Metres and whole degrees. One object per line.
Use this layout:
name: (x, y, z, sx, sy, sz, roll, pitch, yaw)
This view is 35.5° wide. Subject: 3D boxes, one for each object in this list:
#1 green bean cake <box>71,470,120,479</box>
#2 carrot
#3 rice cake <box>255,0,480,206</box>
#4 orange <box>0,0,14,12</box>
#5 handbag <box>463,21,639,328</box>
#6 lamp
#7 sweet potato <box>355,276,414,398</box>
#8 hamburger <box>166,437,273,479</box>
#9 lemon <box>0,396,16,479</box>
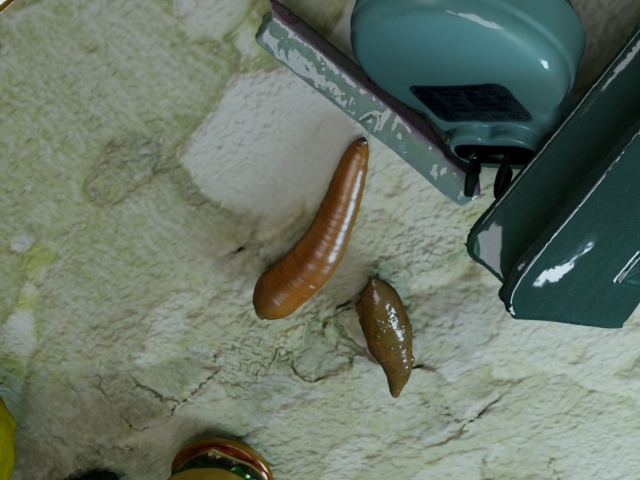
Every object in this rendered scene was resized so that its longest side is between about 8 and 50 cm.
green bean cake: (-0.403, 0.507, 1.413, 0.307, 0.300, 0.169, -20, 119, 22)
carrot: (0.000, 0.000, 1.136, 0.062, 0.066, 0.271, -1, 138, -46)
rice cake: (0.051, -0.141, 1.013, 0.290, 0.081, 0.051, 38, 105, -16)
orange: (-0.374, -0.343, 0.839, 0.274, 0.274, 0.310, 17, 160, -2)
handbag: (0.307, -0.061, 0.940, 0.238, 0.089, 0.326, 13, 122, -40)
lamp: (0.144, -0.168, 0.923, 0.209, 0.147, 0.284, 8, 140, 39)
sweet potato: (0.080, 0.114, 1.202, 0.068, 0.060, 0.206, 22, 139, 43)
hamburger: (-0.139, 0.345, 1.365, 0.162, 0.115, 0.162, 4, 127, 5)
lemon: (-0.549, 0.302, 1.314, 0.285, 0.285, 0.316, 37, 91, -15)
